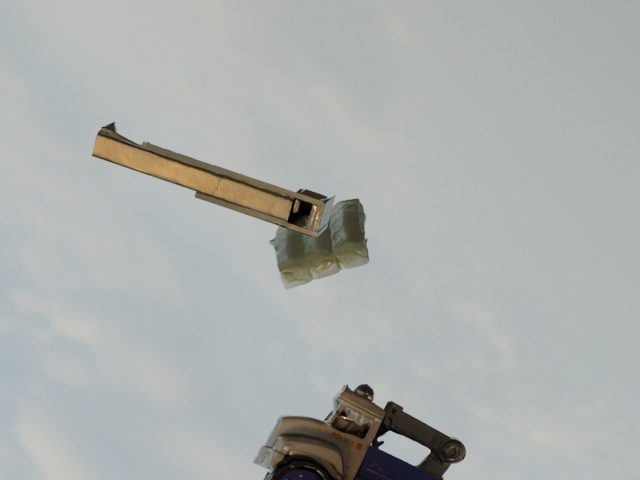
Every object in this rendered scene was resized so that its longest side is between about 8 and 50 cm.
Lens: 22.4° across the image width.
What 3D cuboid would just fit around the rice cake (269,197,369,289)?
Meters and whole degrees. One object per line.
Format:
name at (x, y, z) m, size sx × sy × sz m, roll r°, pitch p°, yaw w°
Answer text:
rice cake at (0.000, 0.000, 2.058) m, size 0.237 × 0.127 × 0.043 m, roll -97°, pitch -10°, yaw -76°

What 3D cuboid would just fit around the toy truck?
toy truck at (0.040, 0.247, 1.728) m, size 0.213 × 0.177 × 0.161 m, roll 26°, pitch 173°, yaw -1°

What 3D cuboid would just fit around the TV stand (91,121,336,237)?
TV stand at (-0.113, -0.066, 1.696) m, size 0.256 × 0.040 × 0.049 m, roll 19°, pitch -163°, yaw 11°
